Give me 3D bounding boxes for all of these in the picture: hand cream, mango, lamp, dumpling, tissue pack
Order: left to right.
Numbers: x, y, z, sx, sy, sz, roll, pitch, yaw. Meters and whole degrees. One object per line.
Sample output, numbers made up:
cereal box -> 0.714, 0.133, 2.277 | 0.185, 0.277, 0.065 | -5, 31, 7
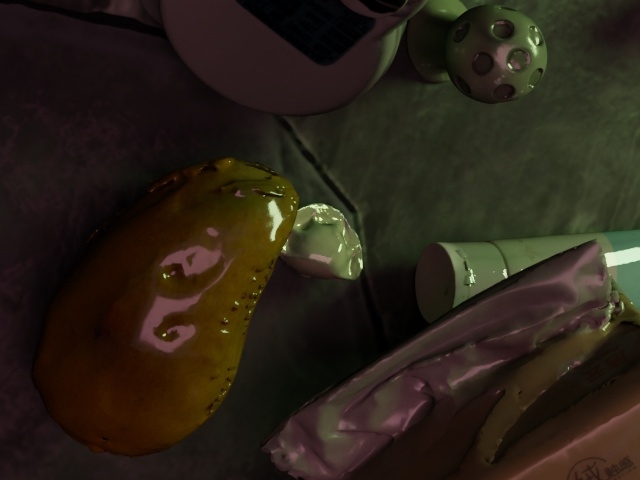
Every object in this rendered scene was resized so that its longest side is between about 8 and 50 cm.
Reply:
mango -> -0.110, 0.046, 1.069 | 0.156, 0.151, 0.249 | 40, 91, 13
lamp -> -0.011, -0.186, 1.033 | 0.179, 0.246, 0.108 | 34, 52, -23
dumpling -> 0.000, 0.000, 1.154 | 0.077, 0.043, 0.059 | 14, 80, -4
tissue pack -> 0.132, 0.152, 1.103 | 0.305, 0.238, 0.238 | -32, 109, 7
hand cream -> 0.232, 0.031, 1.230 | 0.312, 0.070, 0.111 | 1, 100, -26

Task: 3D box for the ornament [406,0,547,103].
ornament -> 0.120, -0.145, 1.098 | 0.081, 0.156, 0.075 | -6, 104, -16
